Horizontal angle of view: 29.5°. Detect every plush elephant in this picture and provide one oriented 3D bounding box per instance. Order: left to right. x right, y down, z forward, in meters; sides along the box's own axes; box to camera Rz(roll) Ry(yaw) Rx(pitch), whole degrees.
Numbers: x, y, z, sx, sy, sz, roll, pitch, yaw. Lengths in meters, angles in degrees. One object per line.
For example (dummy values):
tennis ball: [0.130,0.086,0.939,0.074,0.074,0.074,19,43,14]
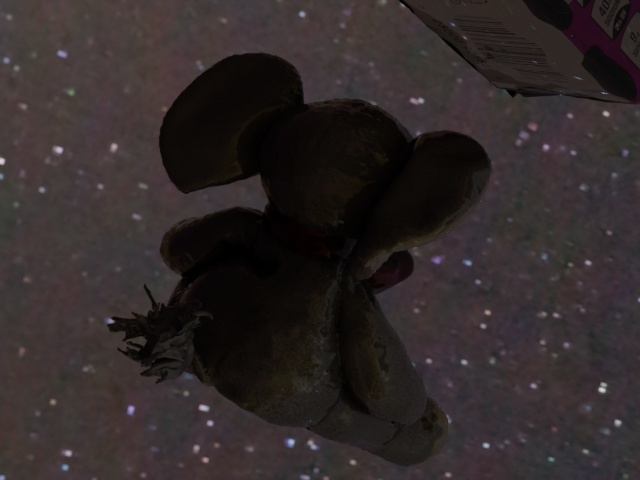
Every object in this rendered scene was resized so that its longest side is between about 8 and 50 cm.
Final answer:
plush elephant: [0.000,0.000,0.942,0.272,0.330,0.255,36,-84,24]

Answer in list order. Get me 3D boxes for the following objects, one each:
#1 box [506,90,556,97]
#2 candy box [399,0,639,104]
box: [0.193,-0.227,0.944,0.293,0.295,0.073,54,-41,37]
candy box: [0.049,-0.167,0.377,0.071,0.233,0.159,15,-102,47]
